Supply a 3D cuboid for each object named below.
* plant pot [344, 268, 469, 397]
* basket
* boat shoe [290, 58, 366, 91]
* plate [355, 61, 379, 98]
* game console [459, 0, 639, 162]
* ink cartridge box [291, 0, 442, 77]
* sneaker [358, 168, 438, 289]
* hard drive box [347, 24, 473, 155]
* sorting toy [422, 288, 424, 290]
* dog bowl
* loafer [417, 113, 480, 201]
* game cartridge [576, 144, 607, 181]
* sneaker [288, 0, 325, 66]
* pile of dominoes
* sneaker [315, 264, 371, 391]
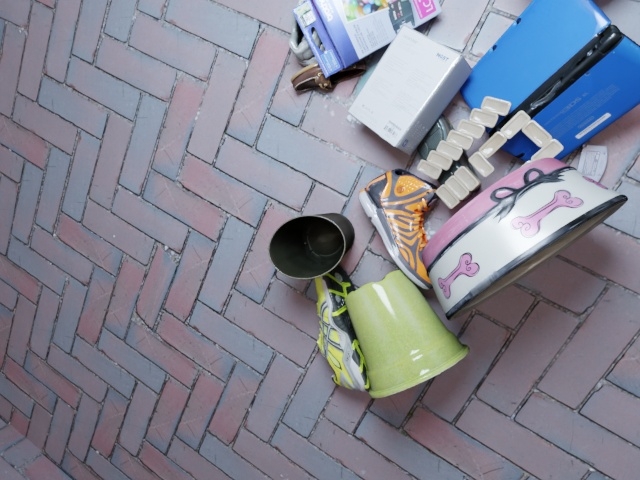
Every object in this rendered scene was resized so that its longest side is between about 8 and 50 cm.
[{"bbox_3d":[0.193,0.222,1.034,0.276,0.276,0.254,-32,77,22],"label":"plant pot"},{"bbox_3d":[0.000,0.000,1.065,0.204,0.227,0.154,-17,93,21],"label":"basket"},{"bbox_3d":[0.020,-0.440,1.064,0.207,0.073,0.073,-18,91,22],"label":"boat shoe"},{"bbox_3d":[0.181,-0.377,1.044,0.188,0.024,0.188,4,101,19],"label":"plate"},{"bbox_3d":[0.496,-0.338,0.857,0.250,0.173,0.293,20,143,-18],"label":"game console"},{"bbox_3d":[0.108,-0.549,0.953,0.311,0.065,0.185,-26,110,10],"label":"ink cartridge box"},{"bbox_3d":[0.245,-0.042,1.021,0.180,0.124,0.321,-34,85,22],"label":"sneaker"},{"bbox_3d":[0.205,-0.351,0.948,0.181,0.089,0.232,48,113,30],"label":"hard drive box"},{"bbox_3d":[0.289,0.093,1.092,0.062,0.012,0.083,34,109,14],"label":"sorting toy"},{"bbox_3d":[0.397,-0.003,0.848,0.408,0.408,0.150,-43,66,21],"label":"dog bowl"},{"bbox_3d":[0.313,-0.223,1.005,0.096,0.084,0.267,-30,84,53],"label":"loafer"},{"bbox_3d":[0.624,-0.177,0.922,0.056,0.017,0.083,12,103,21],"label":"game cartridge"},{"bbox_3d":[-0.008,-0.606,1.024,0.110,0.118,0.292,20,104,18],"label":"sneaker"},{"bbox_3d":[0.366,-0.182,0.901,0.196,0.040,0.251,52,122,15],"label":"pile of dominoes"},{"bbox_3d":[0.042,0.249,1.143,0.147,0.145,0.384,-19,86,35],"label":"sneaker"}]
